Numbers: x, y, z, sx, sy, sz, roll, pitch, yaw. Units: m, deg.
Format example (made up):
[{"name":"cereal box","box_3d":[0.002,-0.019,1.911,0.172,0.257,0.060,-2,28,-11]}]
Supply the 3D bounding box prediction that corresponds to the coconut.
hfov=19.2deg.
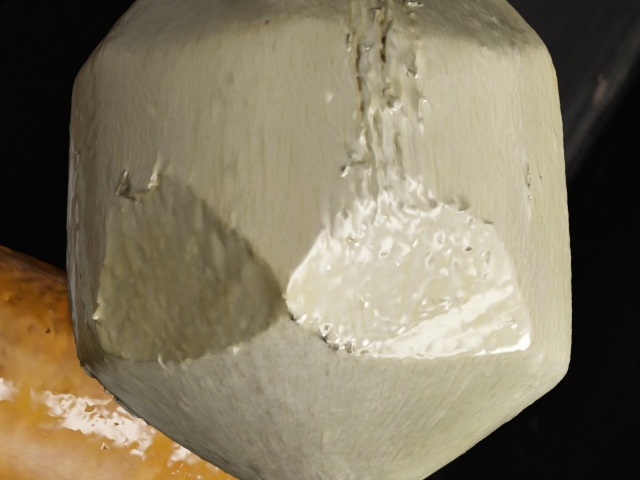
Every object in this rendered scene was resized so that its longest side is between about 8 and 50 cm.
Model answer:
[{"name":"coconut","box_3d":[0.000,0.000,0.874,0.245,0.245,0.247,-4,-105,9]}]

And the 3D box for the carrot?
[{"name":"carrot","box_3d":[-0.144,0.112,1.134,0.196,0.254,0.196,-31,-131,43]}]
